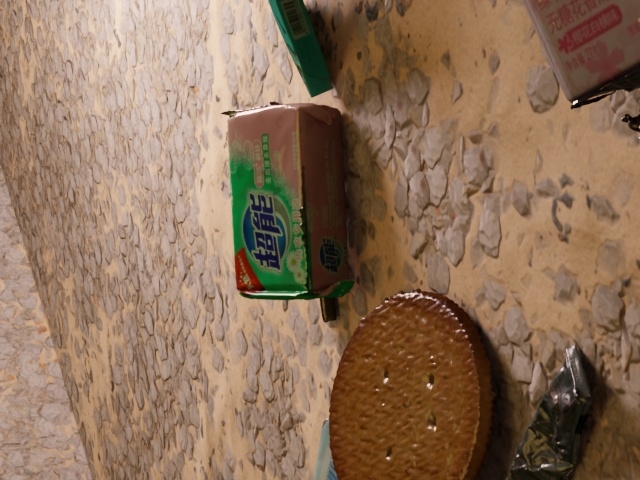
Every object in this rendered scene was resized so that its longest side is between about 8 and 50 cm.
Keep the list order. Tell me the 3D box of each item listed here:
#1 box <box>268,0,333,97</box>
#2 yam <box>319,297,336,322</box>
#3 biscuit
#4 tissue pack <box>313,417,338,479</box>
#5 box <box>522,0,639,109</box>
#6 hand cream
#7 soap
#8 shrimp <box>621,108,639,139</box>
[{"bbox_3d":[-0.045,-0.316,1.827,0.226,0.042,0.161,67,-179,-60],"label":"box"},{"bbox_3d":[0.000,0.000,1.952,0.027,0.029,0.234,-6,90,37],"label":"yam"},{"bbox_3d":[0.110,0.209,1.677,0.305,0.038,0.305,-19,66,51],"label":"biscuit"},{"bbox_3d":[0.083,0.372,1.801,0.263,0.089,0.177,45,136,49],"label":"tissue pack"},{"bbox_3d":[0.236,-0.311,1.190,0.190,0.112,0.370,-27,85,52],"label":"box"},{"bbox_3d":[0.239,0.232,1.478,0.075,0.052,0.248,54,142,44],"label":"hand cream"},{"bbox_3d":[-0.048,-0.055,1.906,0.218,0.098,0.273,-1,91,49],"label":"soap"},{"bbox_3d":[0.364,-0.017,1.153,0.289,0.075,0.178,31,128,43],"label":"shrimp"}]
